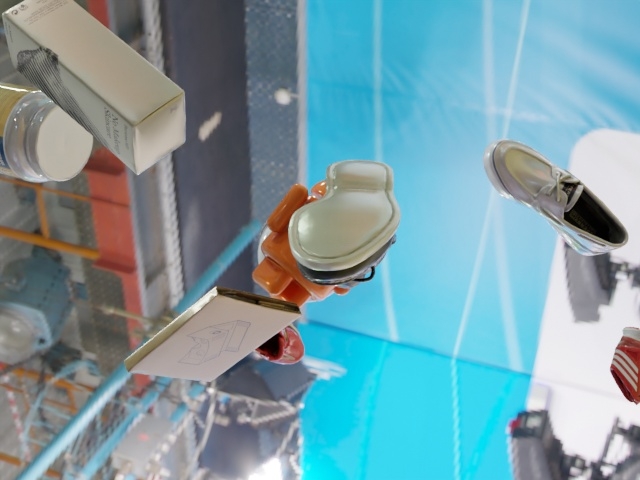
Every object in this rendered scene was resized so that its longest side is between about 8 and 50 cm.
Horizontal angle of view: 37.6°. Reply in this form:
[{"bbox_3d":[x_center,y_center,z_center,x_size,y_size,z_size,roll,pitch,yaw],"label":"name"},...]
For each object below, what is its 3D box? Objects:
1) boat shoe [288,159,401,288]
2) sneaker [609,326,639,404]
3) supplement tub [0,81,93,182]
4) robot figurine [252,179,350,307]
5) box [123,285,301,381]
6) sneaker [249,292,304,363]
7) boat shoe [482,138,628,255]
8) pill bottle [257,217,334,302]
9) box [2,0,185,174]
[{"bbox_3d":[0.032,-0.001,1.152,0.340,0.127,0.113,-81,-8,-68],"label":"boat shoe"},{"bbox_3d":[0.628,0.262,1.715,0.128,0.221,0.087,-60,-10,-10],"label":"sneaker"},{"bbox_3d":[-0.474,-0.171,1.482,0.144,0.199,0.144,-34,-49,-51],"label":"supplement tub"},{"bbox_3d":[0.001,0.001,1.386,0.219,0.158,0.128,-48,-5,-7],"label":"robot figurine"},{"bbox_3d":[-0.150,0.135,1.309,0.164,0.201,0.021,17,-136,-48],"label":"box"},{"bbox_3d":[-0.111,0.223,2.043,0.107,0.118,0.279,-41,-38,4],"label":"sneaker"},{"bbox_3d":[0.364,-0.072,1.430,0.095,0.258,0.084,-61,15,-15],"label":"boat shoe"},{"bbox_3d":[-0.032,0.023,1.796,0.318,0.176,0.177,-126,47,-84],"label":"pill bottle"},{"bbox_3d":[-0.311,-0.223,1.297,0.094,0.275,0.113,-40,-22,-28],"label":"box"}]
